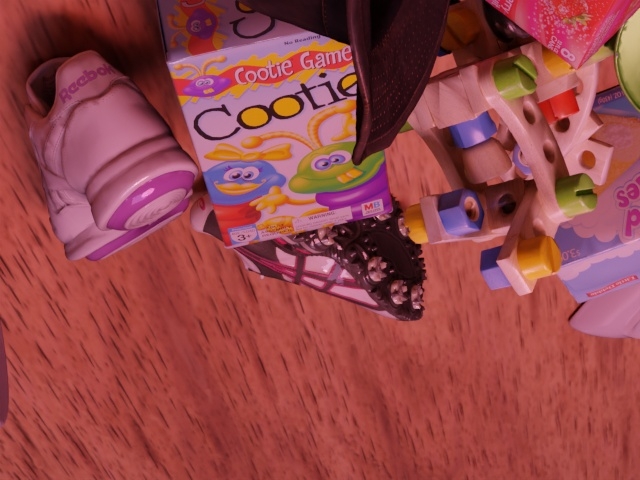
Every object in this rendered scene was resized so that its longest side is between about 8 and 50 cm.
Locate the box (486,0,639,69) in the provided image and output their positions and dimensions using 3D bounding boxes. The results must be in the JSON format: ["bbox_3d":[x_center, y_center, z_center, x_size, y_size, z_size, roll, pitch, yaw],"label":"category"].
[{"bbox_3d":[0.194,-0.253,1.301,0.122,0.128,0.257,-45,168,-31],"label":"box"}]

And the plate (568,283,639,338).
[{"bbox_3d":[0.440,0.039,2.054,0.278,0.045,0.277,0,149,-22],"label":"plate"}]

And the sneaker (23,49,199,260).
[{"bbox_3d":[-0.175,-0.072,1.576,0.114,0.152,0.305,-31,178,-17],"label":"sneaker"}]

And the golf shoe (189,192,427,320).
[{"bbox_3d":[0.000,0.000,1.787,0.120,0.105,0.273,-11,150,34],"label":"golf shoe"}]

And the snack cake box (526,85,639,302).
[{"bbox_3d":[0.318,-0.065,1.705,0.264,0.152,0.089,-21,150,15],"label":"snack cake box"}]

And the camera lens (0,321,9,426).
[{"bbox_3d":[-0.418,0.086,1.633,0.274,0.219,0.219,-11,152,-1],"label":"camera lens"}]

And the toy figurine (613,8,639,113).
[{"bbox_3d":[0.319,-0.176,1.515,0.173,0.159,0.130,-15,111,20],"label":"toy figurine"}]

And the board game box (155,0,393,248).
[{"bbox_3d":[-0.034,-0.131,1.464,0.142,0.144,0.275,-12,152,0],"label":"board game box"}]

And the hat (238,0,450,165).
[{"bbox_3d":[0.008,-0.218,1.209,0.134,0.331,0.331,11,153,10],"label":"hat"}]

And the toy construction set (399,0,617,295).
[{"bbox_3d":[0.160,-0.093,1.488,0.151,0.215,0.327,-18,-175,22],"label":"toy construction set"}]
